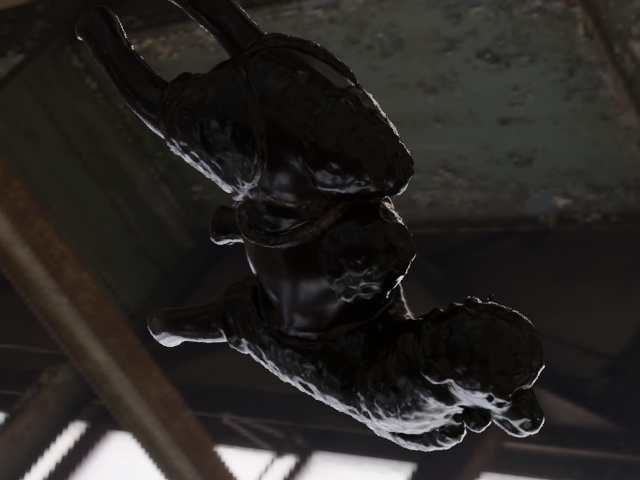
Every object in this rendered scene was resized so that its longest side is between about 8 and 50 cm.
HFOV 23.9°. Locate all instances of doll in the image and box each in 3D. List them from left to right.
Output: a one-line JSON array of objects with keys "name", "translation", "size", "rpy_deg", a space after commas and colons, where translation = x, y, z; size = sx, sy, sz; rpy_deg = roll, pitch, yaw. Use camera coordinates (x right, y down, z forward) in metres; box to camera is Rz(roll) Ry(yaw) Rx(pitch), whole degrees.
[{"name": "doll", "translation": [0.000, 0.000, 0.462], "size": [0.057, 0.165, 0.139], "rpy_deg": [-32, -51, -33]}]
